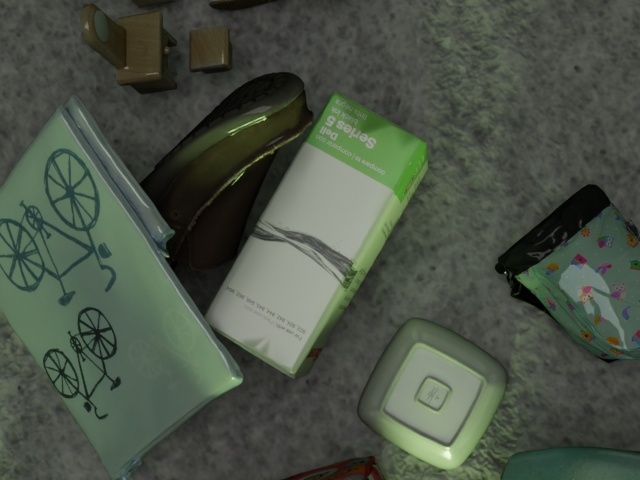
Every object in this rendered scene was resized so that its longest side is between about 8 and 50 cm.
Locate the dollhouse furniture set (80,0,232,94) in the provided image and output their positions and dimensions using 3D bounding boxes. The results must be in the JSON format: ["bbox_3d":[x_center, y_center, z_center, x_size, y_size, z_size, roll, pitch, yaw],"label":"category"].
[{"bbox_3d":[-0.066,-0.339,1.460,0.355,0.174,0.303,-6,74,17],"label":"dollhouse furniture set"}]

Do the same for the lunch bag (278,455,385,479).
[{"bbox_3d":[-0.060,0.318,1.414,0.293,0.258,0.120,-22,84,3],"label":"lunch bag"}]

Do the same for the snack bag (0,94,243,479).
[{"bbox_3d":[-0.234,0.064,1.460,0.037,0.323,0.342,-29,81,-42],"label":"snack bag"}]

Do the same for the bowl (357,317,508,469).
[{"bbox_3d":[0.124,0.168,1.514,0.142,0.053,0.142,29,87,5],"label":"bowl"}]

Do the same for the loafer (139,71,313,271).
[{"bbox_3d":[-0.120,-0.044,1.472,0.130,0.134,0.366,46,127,-8],"label":"loafer"}]

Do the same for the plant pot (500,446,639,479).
[{"bbox_3d":[0.300,0.325,1.402,0.252,0.248,0.247,15,87,24],"label":"plant pot"}]

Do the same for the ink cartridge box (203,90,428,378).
[{"bbox_3d":[0.000,0.000,1.463,0.114,0.198,0.273,30,88,6],"label":"ink cartridge box"}]

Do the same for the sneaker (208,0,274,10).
[{"bbox_3d":[-0.074,-0.304,1.571,0.118,0.042,0.067,-13,87,-1],"label":"sneaker"}]

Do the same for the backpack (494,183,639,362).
[{"bbox_3d":[0.297,0.048,1.478,0.152,0.115,0.182,-39,86,-2],"label":"backpack"}]
